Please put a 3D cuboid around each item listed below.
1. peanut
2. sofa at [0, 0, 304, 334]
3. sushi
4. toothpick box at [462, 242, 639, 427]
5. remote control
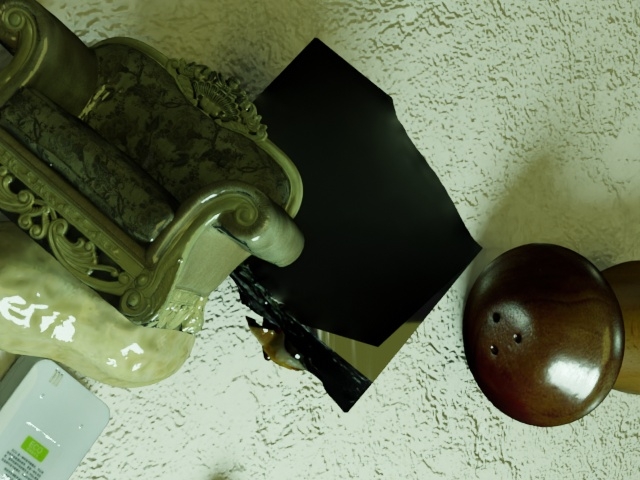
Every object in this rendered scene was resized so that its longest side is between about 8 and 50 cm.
[{"bbox_3d":[-0.198,0.052,1.198,0.257,0.123,0.123,21,87,-44],"label":"peanut"},{"bbox_3d":[-0.134,-0.066,1.080,0.182,0.258,0.200,-50,172,1],"label":"sofa"},{"bbox_3d":[0.001,0.000,1.293,0.227,0.212,0.215,40,68,4],"label":"sushi"},{"bbox_3d":[0.286,0.097,1.585,0.294,0.192,0.192,0,101,-47],"label":"toothpick box"},{"bbox_3d":[-0.281,0.217,1.229,0.250,0.034,0.103,-55,129,-14],"label":"remote control"}]
